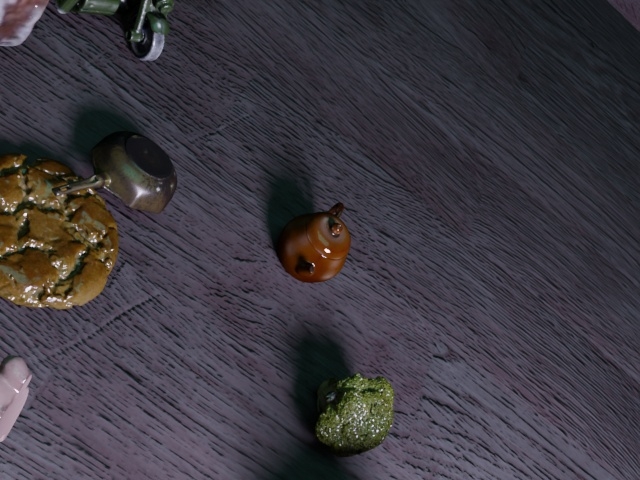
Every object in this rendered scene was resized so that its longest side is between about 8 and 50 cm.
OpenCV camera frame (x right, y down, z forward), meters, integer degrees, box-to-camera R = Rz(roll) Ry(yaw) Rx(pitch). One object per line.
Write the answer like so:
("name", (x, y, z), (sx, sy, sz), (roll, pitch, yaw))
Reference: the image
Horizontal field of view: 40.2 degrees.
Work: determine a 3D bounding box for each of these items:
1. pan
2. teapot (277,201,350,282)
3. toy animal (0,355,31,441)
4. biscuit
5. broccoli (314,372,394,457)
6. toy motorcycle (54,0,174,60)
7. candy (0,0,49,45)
("pan", (-0.260, -0.085, 1.191), (0.128, 0.048, 0.202), (42, 31, -12))
("teapot", (0.000, 0.000, 1.340), (0.116, 0.116, 0.173), (39, 45, -13))
("toy animal", (-0.417, 0.136, 0.928), (0.213, 0.124, 0.124), (36, 45, -3))
("biscuit", (-0.357, -0.016, 1.110), (0.226, 0.042, 0.225), (20, 51, -27))
("broccoli", (0.044, 0.241, 1.225), (0.131, 0.130, 0.120), (-19, 39, -29))
("toy motorcycle", (-0.335, -0.408, 1.321), (0.205, 0.127, 0.275), (-7, 65, -45))
("candy", (-0.453, -0.393, 1.151), (0.157, 0.214, 0.289), (-9, 69, -48))
